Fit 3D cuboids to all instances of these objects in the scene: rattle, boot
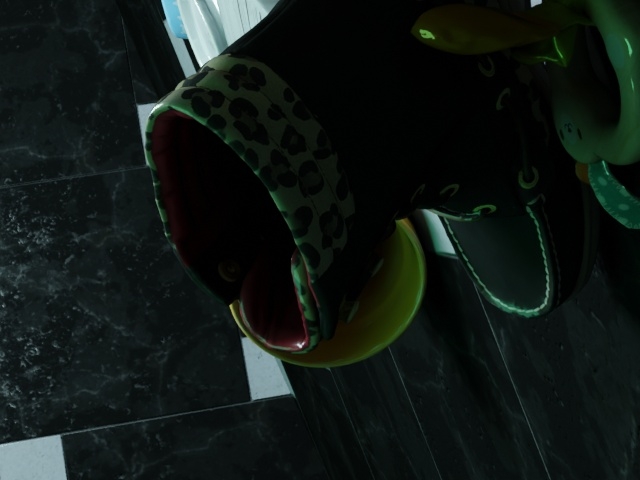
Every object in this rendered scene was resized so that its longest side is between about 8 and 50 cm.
[{"bbox_3d":[0.139,-0.069,0.982,0.130,0.143,0.199,44,154,27],"label":"rattle"},{"bbox_3d":[0.046,-0.035,1.025,0.138,0.284,0.377,14,138,35],"label":"boot"}]

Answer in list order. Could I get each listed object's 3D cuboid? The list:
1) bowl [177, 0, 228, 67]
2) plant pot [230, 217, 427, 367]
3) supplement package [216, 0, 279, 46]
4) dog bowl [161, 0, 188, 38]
[{"bbox_3d":[-0.061,-0.224,1.621,0.298,0.134,0.298,61,168,23],"label":"bowl"},{"bbox_3d":[0.000,0.000,1.687,0.188,0.205,0.205,-100,-7,-61],"label":"plant pot"},{"bbox_3d":[0.011,-0.179,1.348,0.244,0.139,0.134,-125,17,-50],"label":"supplement package"},{"bbox_3d":[-0.148,-0.349,1.776,0.297,0.074,0.166,77,-170,-46],"label":"dog bowl"}]
